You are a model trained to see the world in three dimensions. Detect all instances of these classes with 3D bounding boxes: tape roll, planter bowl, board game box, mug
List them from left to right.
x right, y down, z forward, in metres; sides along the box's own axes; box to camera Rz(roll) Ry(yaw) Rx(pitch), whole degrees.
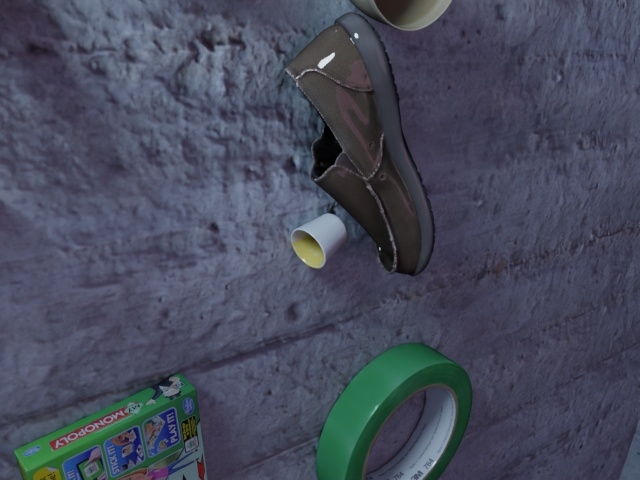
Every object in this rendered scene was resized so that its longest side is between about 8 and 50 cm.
[{"bbox_3d":[-0.247,0.349,0.885,0.213,0.046,0.317,-23,125,-34],"label":"board game box"},{"bbox_3d":[-0.001,-0.003,0.934,0.064,0.078,0.062,-39,100,-33],"label":"mug"},{"bbox_3d":[0.076,-0.332,0.788,0.162,0.109,0.162,-21,125,-34],"label":"planter bowl"},{"bbox_3d":[0.137,0.340,1.212,0.321,0.077,0.321,-20,123,-34],"label":"tape roll"}]

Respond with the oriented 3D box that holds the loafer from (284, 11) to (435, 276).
[{"bbox_3d":[0.046,-0.101,0.888,0.130,0.134,0.366,-23,118,-5],"label":"loafer"}]
